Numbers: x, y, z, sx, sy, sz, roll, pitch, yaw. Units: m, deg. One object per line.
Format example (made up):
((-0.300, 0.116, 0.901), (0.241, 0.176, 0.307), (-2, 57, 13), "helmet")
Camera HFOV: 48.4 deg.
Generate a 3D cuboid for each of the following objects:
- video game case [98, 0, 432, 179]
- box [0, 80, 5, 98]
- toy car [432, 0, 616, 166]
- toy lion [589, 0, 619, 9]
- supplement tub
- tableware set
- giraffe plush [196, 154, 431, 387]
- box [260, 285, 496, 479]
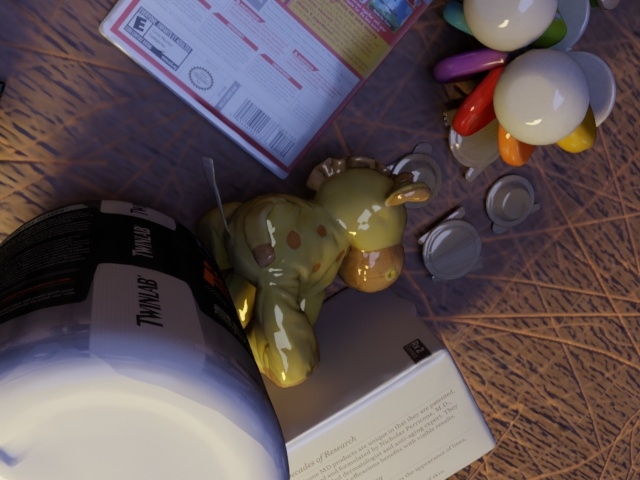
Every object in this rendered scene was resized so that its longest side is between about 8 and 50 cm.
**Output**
((-0.018, -0.222, 0.605), (0.204, 0.025, 0.285), (38, 95, -23), "video game case")
((-0.304, -0.110, 0.566), (0.083, 0.018, 0.067), (19, 102, -20), "box")
((0.167, -0.153, 0.624), (0.136, 0.159, 0.182), (-18, 90, 36), "toy car")
((0.276, -0.281, 0.666), (0.096, 0.034, 0.100), (-35, 114, -10), "toy lion")
((-0.153, 0.093, 0.503), (0.207, 0.338, 0.207), (-5, 109, -14), "supplement tub")
((0.143, -0.048, 0.712), (0.141, 0.020, 0.169), (-32, 112, -4), "tableware set")
((0.000, 0.000, 0.615), (0.170, 0.181, 0.210), (-20, 130, -21), "giraffe plush")
((0.030, 0.147, 0.657), (0.182, 0.181, 0.119), (-30, 113, -3), "box")
